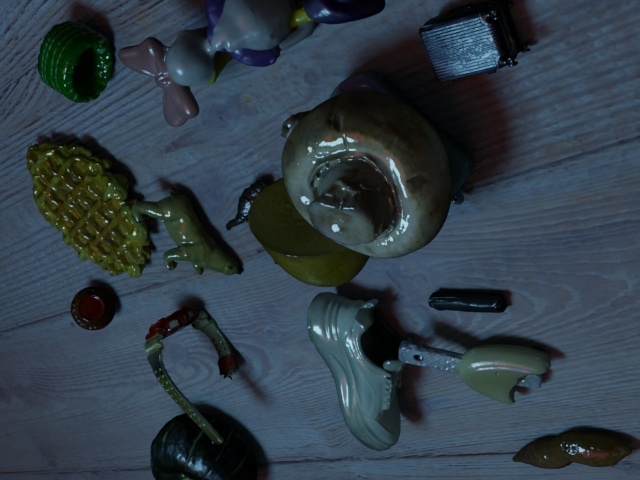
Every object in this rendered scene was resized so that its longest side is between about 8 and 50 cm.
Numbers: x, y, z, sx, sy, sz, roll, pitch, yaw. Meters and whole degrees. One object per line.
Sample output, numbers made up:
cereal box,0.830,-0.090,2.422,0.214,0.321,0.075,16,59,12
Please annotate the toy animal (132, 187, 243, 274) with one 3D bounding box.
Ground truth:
toy animal,-0.243,-0.005,1.645,0.101,0.103,0.219,-27,100,23

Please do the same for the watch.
watch,-0.243,0.263,1.787,0.268,0.165,0.102,53,140,-5

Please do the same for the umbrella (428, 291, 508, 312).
umbrella,0.228,0.097,1.371,0.133,0.031,0.036,0,120,40

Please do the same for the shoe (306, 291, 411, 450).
shoe,0.103,0.221,1.513,0.159,0.124,0.316,-13,114,36

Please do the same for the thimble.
thimble,-0.421,-0.308,1.517,0.090,0.118,0.130,33,111,20

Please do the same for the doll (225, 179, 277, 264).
doll,-0.079,-0.048,1.490,0.139,0.057,0.165,37,130,12

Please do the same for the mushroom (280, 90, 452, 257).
mushroom,0.053,-0.084,1.190,0.255,0.184,0.255,22,148,15

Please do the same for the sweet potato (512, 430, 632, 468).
sweet potato,0.392,0.336,1.411,0.218,0.051,0.065,-18,112,45

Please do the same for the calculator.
calculator,0.112,-0.137,1.268,0.246,0.045,0.141,42,139,3

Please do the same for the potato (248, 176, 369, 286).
potato,0.000,0.000,1.392,0.203,0.178,0.158,-12,139,2

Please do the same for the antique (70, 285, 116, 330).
antique,-0.508,0.152,1.971,0.104,0.104,0.104,22,134,25

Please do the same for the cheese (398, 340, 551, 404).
cheese,0.239,0.198,1.399,0.235,0.050,0.127,11,139,12

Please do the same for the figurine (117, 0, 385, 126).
figurine,-0.107,-0.289,1.215,0.421,0.193,0.154,-15,115,50

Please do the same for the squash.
squash,-0.264,0.509,2.004,0.252,0.165,0.252,21,135,23

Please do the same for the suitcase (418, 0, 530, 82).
suitcase,0.189,-0.250,1.101,0.126,0.059,0.086,-6,116,42

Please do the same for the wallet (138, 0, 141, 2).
wallet,-0.324,-0.477,1.372,0.196,0.020,0.103,49,140,-3

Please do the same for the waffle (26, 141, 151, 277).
waffle,-0.468,-0.067,1.786,0.325,0.068,0.302,16,131,27
